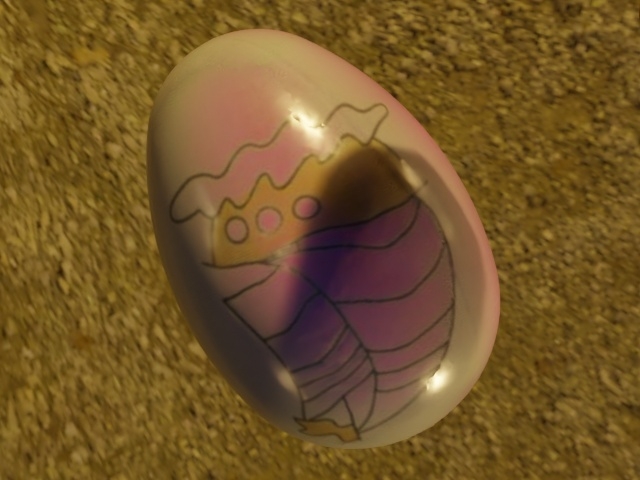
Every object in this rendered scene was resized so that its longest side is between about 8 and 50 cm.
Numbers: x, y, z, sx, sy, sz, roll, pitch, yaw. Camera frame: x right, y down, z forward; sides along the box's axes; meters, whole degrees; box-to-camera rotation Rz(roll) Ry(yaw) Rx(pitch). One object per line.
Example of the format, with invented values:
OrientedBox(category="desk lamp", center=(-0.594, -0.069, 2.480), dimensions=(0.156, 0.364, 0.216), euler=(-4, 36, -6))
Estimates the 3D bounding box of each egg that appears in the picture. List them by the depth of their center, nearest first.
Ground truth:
OrientedBox(category="egg", center=(0.000, 0.000, 0.808), dimensions=(0.196, 0.196, 0.271), euler=(-28, 115, -10))

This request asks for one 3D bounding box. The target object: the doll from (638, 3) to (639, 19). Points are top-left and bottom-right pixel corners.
OrientedBox(category="doll", center=(0.171, -0.225, 0.393), dimensions=(0.160, 0.182, 0.363), euler=(23, 86, 18))
